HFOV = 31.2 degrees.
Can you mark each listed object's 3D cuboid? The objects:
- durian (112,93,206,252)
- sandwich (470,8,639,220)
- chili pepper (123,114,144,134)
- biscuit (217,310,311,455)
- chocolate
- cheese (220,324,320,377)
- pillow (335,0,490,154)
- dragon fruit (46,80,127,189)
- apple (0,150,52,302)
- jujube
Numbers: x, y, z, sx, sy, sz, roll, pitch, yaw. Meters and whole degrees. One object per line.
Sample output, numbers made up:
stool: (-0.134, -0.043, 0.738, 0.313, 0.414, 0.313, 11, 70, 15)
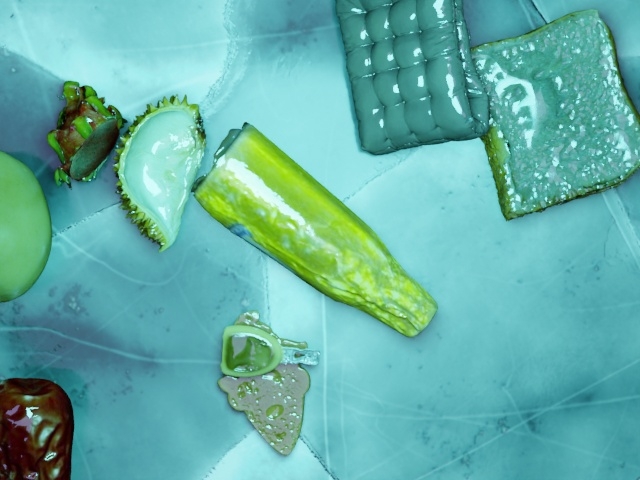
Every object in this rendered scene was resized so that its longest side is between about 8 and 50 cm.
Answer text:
durian: (-0.265, -0.116, 1.852, 0.139, 0.144, 0.252, 21, 87, -6)
sandwich: (0.382, -0.208, 1.890, 0.271, 0.099, 0.301, -20, 91, 3)
chili pepper: (-0.291, -0.196, 1.907, 0.083, 0.022, 0.027, -34, 60, 0)
biscuit: (-0.089, 0.239, 1.923, 0.162, 0.035, 0.250, -15, 89, 3)
chocolate: (0.000, 0.000, 1.854, 0.445, 0.162, 0.162, 39, 91, -4)
cheese: (-0.082, 0.187, 1.891, 0.162, 0.036, 0.086, 5, 92, -1)
pillow: (0.144, -0.311, 1.834, 0.228, 0.101, 0.327, -7, 92, 36)
dragon fruit: (-0.383, -0.174, 1.865, 0.142, 0.138, 0.175, -8, 58, -38)
apple: (-0.554, -0.021, 1.799, 0.262, 0.262, 0.263, 0, 92, -2)
jujube: (-0.474, 0.336, 1.861, 0.155, 0.155, 0.230, -4, 99, -2)
